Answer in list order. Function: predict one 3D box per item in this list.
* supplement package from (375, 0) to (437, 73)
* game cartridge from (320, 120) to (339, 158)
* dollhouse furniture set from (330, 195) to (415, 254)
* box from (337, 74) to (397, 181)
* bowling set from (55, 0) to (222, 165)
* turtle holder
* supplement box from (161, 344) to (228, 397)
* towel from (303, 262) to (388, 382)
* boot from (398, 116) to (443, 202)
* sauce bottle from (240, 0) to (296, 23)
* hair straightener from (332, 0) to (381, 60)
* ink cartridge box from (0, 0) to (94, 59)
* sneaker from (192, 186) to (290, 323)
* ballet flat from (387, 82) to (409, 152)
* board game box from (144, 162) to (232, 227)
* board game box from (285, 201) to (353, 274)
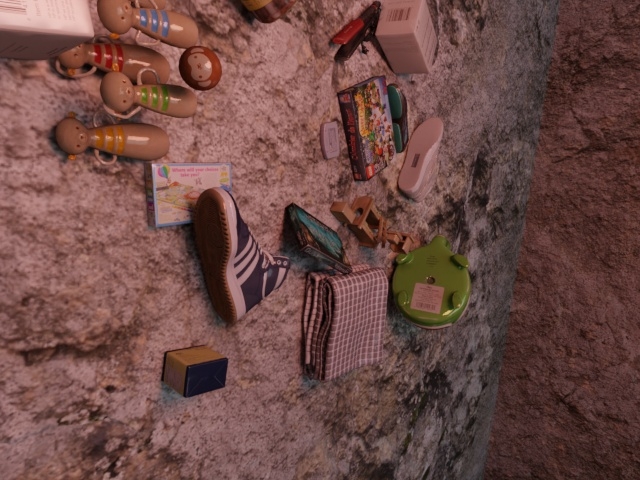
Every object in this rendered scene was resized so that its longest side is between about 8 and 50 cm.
[{"bbox_3d":[0.229,-0.530,1.061,0.179,0.105,0.105,25,78,-62],"label":"supplement package"},{"bbox_3d":[0.022,-0.241,0.977,0.056,0.017,0.083,-28,119,-47],"label":"game cartridge"},{"bbox_3d":[0.149,-0.061,1.055,0.182,0.161,0.101,46,64,-46],"label":"dollhouse furniture set"},{"bbox_3d":[0.129,-0.294,1.068,0.159,0.044,0.233,-39,126,-38],"label":"box"},{"bbox_3d":[-0.242,-0.246,0.530,0.154,0.200,0.287,-8,101,-47],"label":"bowling set"},{"bbox_3d":[0.349,0.137,1.320,0.227,0.243,0.320,63,11,-55],"label":"turtle holder"},{"bbox_3d":[-0.228,0.234,0.737,0.083,0.083,0.056,5,95,-50],"label":"supplement box"},{"bbox_3d":[0.068,0.212,1.055,0.235,0.121,0.284,-7,104,-48],"label":"towel"},{"bbox_3d":[0.330,-0.251,1.294,0.123,0.095,0.258,30,84,-55],"label":"boot"},{"bbox_3d":[-0.164,-0.506,0.619,0.344,0.111,0.111,39,69,-48],"label":"sauce bottle"},{"bbox_3d":[0.098,-0.506,0.995,0.230,0.047,0.089,-60,154,-29],"label":"hair straightener"},{"bbox_3d":[-0.378,-0.274,0.374,0.232,0.168,0.171,-20,113,-46],"label":"ink cartridge box"},{"bbox_3d":[-0.138,0.011,0.760,0.153,0.099,0.282,-31,137,-39],"label":"sneaker"},{"bbox_3d":[0.219,-0.348,1.144,0.074,0.074,0.203,-43,135,-35],"label":"ballet flat"},{"bbox_3d":[-0.225,-0.084,0.711,0.154,0.026,0.103,-12,108,-48],"label":"board game box"},{"bbox_3d":[0.000,0.000,0.937,0.186,0.026,0.126,31,30,-49],"label":"board game box"}]
